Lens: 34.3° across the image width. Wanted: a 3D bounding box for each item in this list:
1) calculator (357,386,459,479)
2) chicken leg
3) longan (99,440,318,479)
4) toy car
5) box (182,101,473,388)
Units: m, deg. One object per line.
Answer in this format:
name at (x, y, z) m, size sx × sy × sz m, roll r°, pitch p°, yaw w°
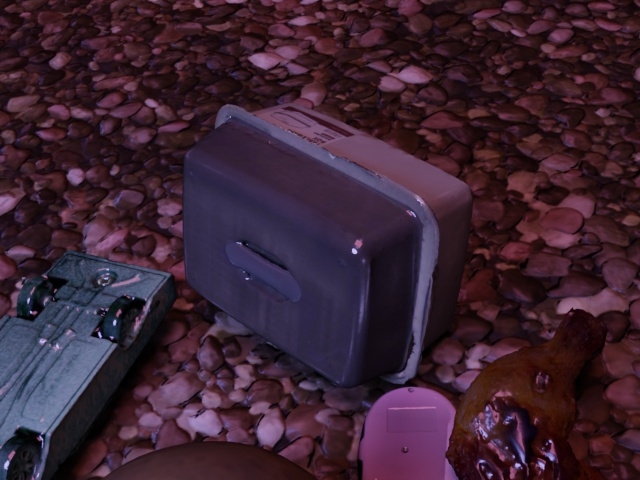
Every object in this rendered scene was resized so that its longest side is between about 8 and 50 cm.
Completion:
calculator at (0.085, 0.201, 0.941) m, size 0.103 × 0.024 × 0.166 m, roll -2°, pitch 44°, yaw 4°
chicken leg at (0.202, 0.186, 0.897) m, size 0.177 × 0.083 × 0.322 m, roll 4°, pitch 49°, yaw -13°
longan at (-0.087, 0.258, 0.774) m, size 0.246 × 0.215 × 0.246 m, roll 8°, pitch 4°, yaw -1°
toy car at (-0.264, 0.139, 0.994) m, size 0.141 × 0.097 × 0.321 m, roll 12°, pitch 46°, yaw 20°
box at (0.000, 0.000, 1.030) m, size 0.290 × 0.221 × 0.166 m, roll 29°, pitch 41°, yaw 33°
